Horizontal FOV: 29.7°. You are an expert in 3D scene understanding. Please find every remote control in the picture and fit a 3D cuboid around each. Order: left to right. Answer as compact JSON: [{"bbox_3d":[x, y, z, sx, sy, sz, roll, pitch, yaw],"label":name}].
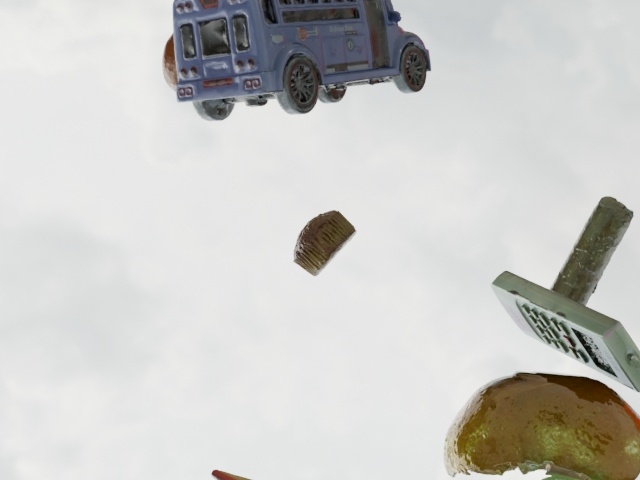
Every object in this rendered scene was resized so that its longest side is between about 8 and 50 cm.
[{"bbox_3d":[0.422,0.149,2.066,0.145,0.050,0.344,52,169,-26],"label":"remote control"}]

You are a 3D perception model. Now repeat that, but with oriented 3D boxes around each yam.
[{"bbox_3d":[0.580,0.033,2.591,0.093,0.259,0.093,23,-163,-7],"label":"yam"}]

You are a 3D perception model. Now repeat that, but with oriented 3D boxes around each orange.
[{"bbox_3d":[0.366,0.310,1.938,0.335,0.196,0.262,7,-165,20],"label":"orange"}]

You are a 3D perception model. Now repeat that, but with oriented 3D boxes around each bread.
[{"bbox_3d":[0.000,0.000,1.473,0.053,0.085,0.085,42,-146,4],"label":"bread"}]

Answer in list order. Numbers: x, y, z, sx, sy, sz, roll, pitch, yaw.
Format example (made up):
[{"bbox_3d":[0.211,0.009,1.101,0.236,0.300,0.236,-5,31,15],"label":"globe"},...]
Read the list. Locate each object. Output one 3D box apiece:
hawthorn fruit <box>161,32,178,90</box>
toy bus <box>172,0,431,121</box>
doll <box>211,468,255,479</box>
[{"bbox_3d":[-0.197,-0.348,2.167,0.157,0.194,0.157,19,-143,-15],"label":"hawthorn fruit"},{"bbox_3d":[-0.012,-0.198,1.203,0.125,0.133,0.292,-1,-170,37],"label":"toy bus"},{"bbox_3d":[-0.072,0.380,1.715,0.169,0.109,0.057,15,-128,32],"label":"doll"}]
